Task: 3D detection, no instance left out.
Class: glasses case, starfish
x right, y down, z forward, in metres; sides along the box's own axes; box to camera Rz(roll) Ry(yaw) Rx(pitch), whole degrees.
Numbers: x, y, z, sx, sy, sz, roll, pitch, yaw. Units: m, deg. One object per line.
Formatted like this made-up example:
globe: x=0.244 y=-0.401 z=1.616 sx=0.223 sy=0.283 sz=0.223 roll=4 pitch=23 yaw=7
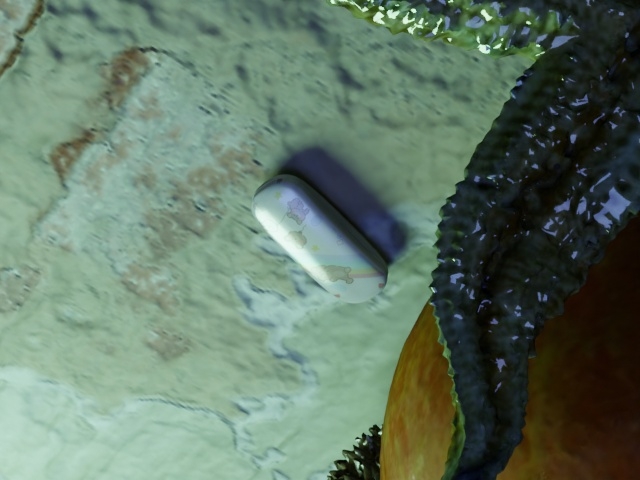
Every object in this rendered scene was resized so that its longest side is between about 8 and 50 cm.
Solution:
glasses case: x=0.000 y=0.000 z=0.647 sx=0.032 sy=0.021 sz=0.083 roll=-31 pitch=116 yaw=31
starfish: x=0.137 y=-0.081 z=0.439 sx=0.358 sy=0.078 sz=0.347 roll=-20 pitch=84 yaw=3

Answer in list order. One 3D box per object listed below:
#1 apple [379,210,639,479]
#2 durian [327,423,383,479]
apple: x=0.173 y=0.067 z=0.522 sx=0.293 sy=0.251 sz=0.163 roll=7 pitch=135 yaw=5
durian: x=0.083 y=0.146 z=0.674 sx=0.196 sy=0.167 sz=0.196 roll=-5 pitch=114 yaw=-11
